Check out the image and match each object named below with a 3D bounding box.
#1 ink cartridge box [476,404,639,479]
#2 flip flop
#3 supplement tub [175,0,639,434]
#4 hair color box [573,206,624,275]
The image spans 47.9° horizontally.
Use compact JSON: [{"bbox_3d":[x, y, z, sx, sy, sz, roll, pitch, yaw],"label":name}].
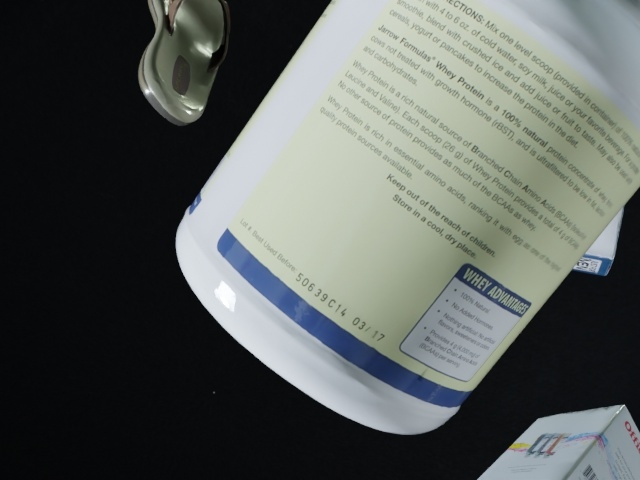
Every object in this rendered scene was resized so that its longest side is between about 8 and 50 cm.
[{"bbox_3d":[0.276,0.284,0.796,0.176,0.127,0.128,-25,-92,-41],"label":"ink cartridge box"},{"bbox_3d":[-0.149,-0.255,0.852,0.112,0.080,0.277,33,-138,-34],"label":"flip flop"},{"bbox_3d":[0.081,-0.061,0.491,0.235,0.235,0.324,37,-80,0],"label":"supplement tub"},{"bbox_3d":[0.225,-0.075,0.974,0.348,0.105,0.173,12,-102,20],"label":"hair color box"}]
